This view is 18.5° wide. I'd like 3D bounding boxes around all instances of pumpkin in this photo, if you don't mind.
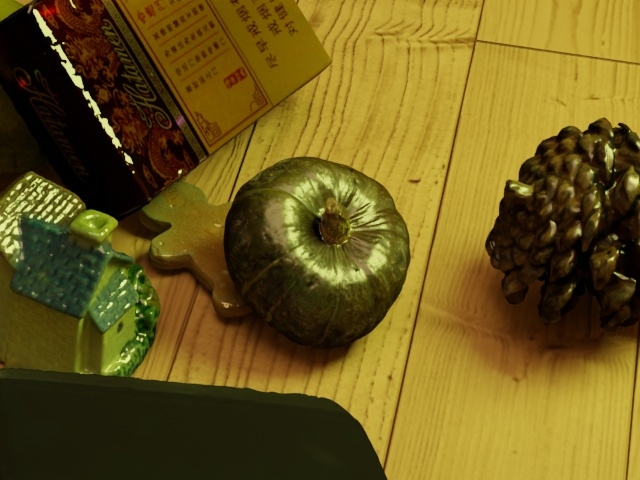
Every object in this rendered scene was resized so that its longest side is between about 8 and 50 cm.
[{"bbox_3d":[0.000,0.000,2.163,0.219,0.162,0.219,11,56,-17],"label":"pumpkin"}]

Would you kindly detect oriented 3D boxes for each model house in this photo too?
[{"bbox_3d":[-0.276,0.028,2.119,0.214,0.189,0.195,23,47,23],"label":"model house"}]

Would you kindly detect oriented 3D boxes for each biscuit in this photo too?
[{"bbox_3d":[-0.126,0.002,2.277,0.153,0.030,0.234,-27,49,-36],"label":"biscuit"}]

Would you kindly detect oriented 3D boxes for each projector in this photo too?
[{"bbox_3d":[-0.121,0.331,1.668,0.395,0.242,0.405,6,39,-26],"label":"projector"}]

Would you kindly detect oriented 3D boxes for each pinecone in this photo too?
[{"bbox_3d":[0.316,-0.018,2.179,0.257,0.243,0.243,-7,41,-25],"label":"pinecone"}]

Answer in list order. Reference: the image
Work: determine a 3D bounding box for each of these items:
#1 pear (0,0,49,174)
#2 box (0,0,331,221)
[{"bbox_3d":[-0.403,-0.188,2.341,0.269,0.212,0.212,43,53,19],"label":"pear"},{"bbox_3d":[-0.189,-0.221,2.325,0.116,0.264,0.415,-22,14,41],"label":"box"}]
